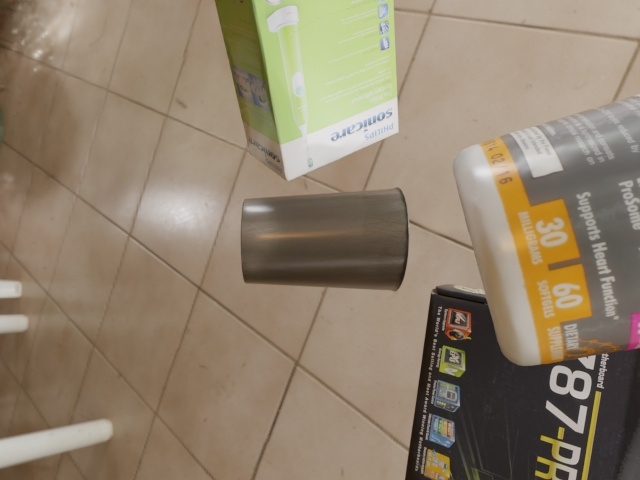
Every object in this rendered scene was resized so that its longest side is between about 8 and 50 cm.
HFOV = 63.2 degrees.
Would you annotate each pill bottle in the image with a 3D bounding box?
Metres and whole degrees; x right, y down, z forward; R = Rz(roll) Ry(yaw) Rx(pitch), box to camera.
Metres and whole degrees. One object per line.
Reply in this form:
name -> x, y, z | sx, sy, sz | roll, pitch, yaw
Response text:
pill bottle -> 0.241, -0.022, 0.338 | 0.279, 0.162, 0.162 | -15, 75, 16

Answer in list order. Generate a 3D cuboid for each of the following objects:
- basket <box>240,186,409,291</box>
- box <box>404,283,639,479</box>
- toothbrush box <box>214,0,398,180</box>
basket -> 0.000, 0.000, 0.778 | 0.227, 0.204, 0.154 | 0, 78, -4
box -> 0.264, 0.272, 0.608 | 0.319, 0.097, 0.394 | 10, 94, 32
toothbrush box -> -0.011, -0.257, 0.717 | 0.122, 0.206, 0.283 | 38, 148, 45
